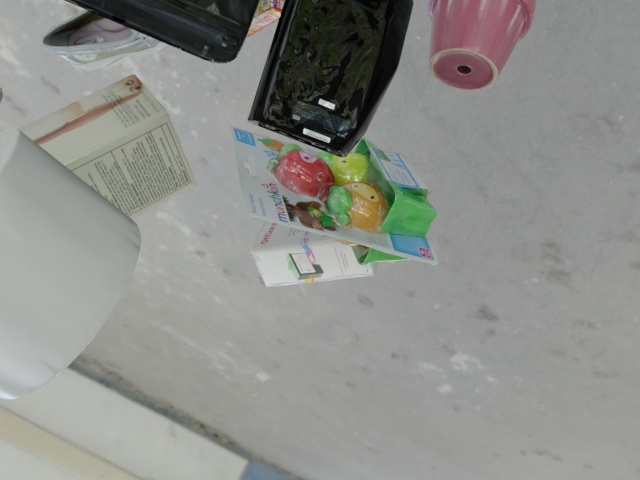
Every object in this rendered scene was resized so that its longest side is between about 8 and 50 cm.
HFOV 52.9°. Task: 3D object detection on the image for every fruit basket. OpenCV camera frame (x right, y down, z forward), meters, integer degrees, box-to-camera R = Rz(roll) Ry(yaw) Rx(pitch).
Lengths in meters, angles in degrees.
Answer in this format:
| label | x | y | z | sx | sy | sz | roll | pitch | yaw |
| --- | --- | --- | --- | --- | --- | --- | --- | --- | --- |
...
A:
| label | x | y | z | sx | sy | sz | roll | pitch | yaw |
| --- | --- | --- | --- | --- | --- | --- | --- | --- | --- |
| fruit basket | 0.022 | -0.100 | 1.144 | 0.353 | 0.327 | 0.165 | 19 | 118 | -24 |

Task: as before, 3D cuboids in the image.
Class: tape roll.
| label | x | y | z | sx | sy | sz | roll | pitch | yaw |
| --- | --- | --- | --- | --- | --- | --- | --- | --- | --- |
| tape roll | -0.341 | 0.023 | 0.690 | 0.246 | 0.246 | 0.169 | -4 | 141 | 43 |

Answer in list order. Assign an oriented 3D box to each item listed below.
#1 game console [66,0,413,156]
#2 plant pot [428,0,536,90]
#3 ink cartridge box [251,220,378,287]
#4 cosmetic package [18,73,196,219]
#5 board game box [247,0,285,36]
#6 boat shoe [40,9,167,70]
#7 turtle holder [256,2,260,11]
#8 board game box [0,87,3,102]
| label | x | y | z | sx | sy | sz | roll | pitch | yaw |
| --- | --- | --- | --- | --- | --- | --- | --- | --- | --- |
| game console | -0.079 | -0.234 | 0.622 | 0.361 | 0.213 | 0.044 | 18 | 180 | -24 |
| plant pot | 0.289 | -0.392 | 1.210 | 0.201 | 0.180 | 0.201 | 16 | 161 | 6 |
| ink cartridge box | 0.000 | 0.000 | 1.547 | 0.278 | 0.201 | 0.117 | -8 | 120 | 19 |
| cosmetic package | -0.351 | -0.093 | 0.926 | 0.129 | 0.296 | 0.153 | 47 | 159 | 35 |
| board game box | -0.141 | -0.498 | 1.296 | 0.045 | 0.146 | 0.193 | 4 | 174 | -41 |
| boat shoe | -0.387 | -0.418 | 1.232 | 0.320 | 0.118 | 0.103 | -12 | 175 | 24 |
| turtle holder | -0.229 | -0.474 | 0.937 | 0.320 | 0.227 | 0.243 | 15 | 108 | 3 |
| board game box | -0.725 | -0.215 | 1.219 | 0.194 | 0.194 | 0.060 | 5 | 146 | -7 |
